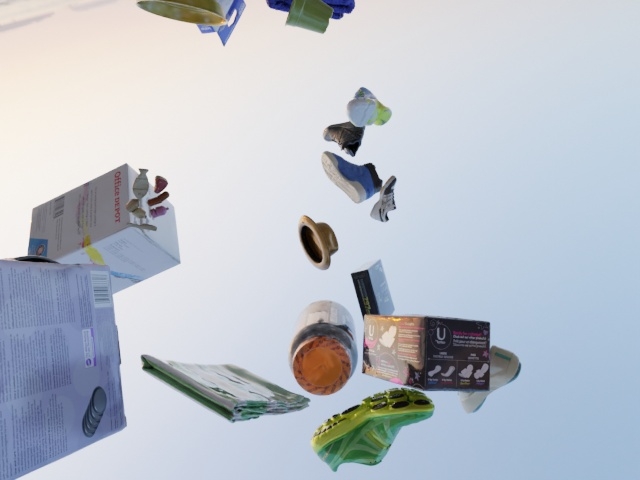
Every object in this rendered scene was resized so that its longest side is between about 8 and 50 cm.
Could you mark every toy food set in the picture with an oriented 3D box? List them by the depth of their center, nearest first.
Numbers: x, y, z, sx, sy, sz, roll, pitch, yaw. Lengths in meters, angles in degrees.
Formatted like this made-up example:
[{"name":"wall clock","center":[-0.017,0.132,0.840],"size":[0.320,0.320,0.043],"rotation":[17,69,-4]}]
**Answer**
[{"name":"toy food set","center":[-0.319,-0.077,0.871],"size":[0.078,0.122,0.019],"rotation":[12,-152,-32]}]

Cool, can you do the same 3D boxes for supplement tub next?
[{"name":"supplement tub","center":[0.009,0.300,1.331],"size":[0.193,0.194,0.316],"rotation":[-11,-171,4]}]

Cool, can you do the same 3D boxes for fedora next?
[{"name":"fedora","center":[0.000,0.000,1.495],"size":[0.079,0.194,0.194],"rotation":[-21,-148,-25]}]

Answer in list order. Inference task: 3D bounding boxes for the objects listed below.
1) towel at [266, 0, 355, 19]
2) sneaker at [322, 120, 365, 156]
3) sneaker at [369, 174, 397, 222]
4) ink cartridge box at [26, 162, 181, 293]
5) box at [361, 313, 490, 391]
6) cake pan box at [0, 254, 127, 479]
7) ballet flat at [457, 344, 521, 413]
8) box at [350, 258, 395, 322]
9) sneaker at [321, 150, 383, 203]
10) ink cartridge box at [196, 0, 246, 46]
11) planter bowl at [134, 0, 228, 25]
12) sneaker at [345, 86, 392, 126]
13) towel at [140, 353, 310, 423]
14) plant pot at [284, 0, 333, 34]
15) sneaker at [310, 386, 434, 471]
[{"name":"towel","center":[-0.058,-0.664,1.135],"size":[0.227,0.076,0.308],"rotation":[-7,-116,-21]},{"name":"sneaker","center":[0.084,-0.401,1.874],"size":[0.087,0.130,0.227],"rotation":[13,173,-43]},{"name":"sneaker","center":[0.116,-0.069,0.787],"size":[0.037,0.083,0.032],"rotation":[29,-153,14]},{"name":"ink cartridge box","center":[-0.510,-0.010,1.115],"size":[0.270,0.197,0.198],"rotation":[-23,-124,8]},{"name":"box","center":[0.217,0.231,0.994],"size":[0.163,0.142,0.247],"rotation":[8,170,-22]},{"name":"cake pan box","center":[-0.365,0.150,0.604],"size":[0.070,0.267,0.246],"rotation":[-10,174,10]},{"name":"ballet flat","center":[0.350,0.308,1.035],"size":[0.086,0.248,0.086],"rotation":[8,-132,-9]},{"name":"box","center":[0.169,0.165,1.463],"size":[0.059,0.183,0.232],"rotation":[-15,-179,19]},{"name":"sneaker","center":[0.072,-0.149,1.009],"size":[0.084,0.058,0.152],"rotation":[-27,-122,-25]},{"name":"ink cartridge box","center":[-0.316,-0.699,1.235],"size":[0.065,0.311,0.186],"rotation":[5,-116,26]},{"name":"planter bowl","center":[-0.324,-0.585,1.105],"size":[0.217,0.090,0.217],"rotation":[8,-167,-2]},{"name":"sneaker","center":[0.125,-0.421,1.447],"size":[0.126,0.091,0.240],"rotation":[51,-153,19]},{"name":"towel","center":[-0.183,0.295,0.954],"size":[0.247,0.325,0.038],"rotation":[17,-98,26]},{"name":"plant pot","center":[-0.019,-0.447,0.915],"size":[0.079,0.083,0.083],"rotation":[18,-151,-15]},{"name":"sneaker","center":[0.124,0.424,1.041],"size":[0.295,0.124,0.109],"rotation":[-28,-176,14]}]
